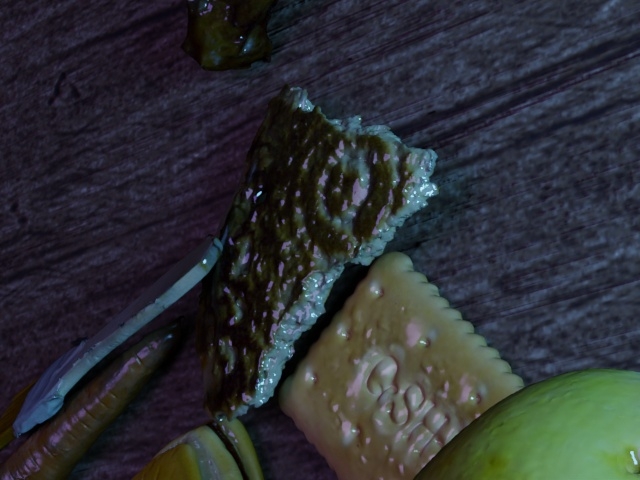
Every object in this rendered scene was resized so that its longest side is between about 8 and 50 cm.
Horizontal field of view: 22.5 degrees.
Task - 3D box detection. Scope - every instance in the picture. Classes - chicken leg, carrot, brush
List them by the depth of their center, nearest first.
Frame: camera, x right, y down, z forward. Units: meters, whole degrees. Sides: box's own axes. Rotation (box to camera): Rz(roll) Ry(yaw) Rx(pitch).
[{"bbox_3d":[-0.007,-0.245,1.268,0.304,0.113,0.093,-39,34,29],"label":"chicken leg"},{"bbox_3d":[-0.180,0.087,1.325,0.336,0.020,0.085,-38,19,40],"label":"brush"},{"bbox_3d":[-0.188,0.143,1.356,0.224,0.057,0.057,-45,53,19],"label":"carrot"}]

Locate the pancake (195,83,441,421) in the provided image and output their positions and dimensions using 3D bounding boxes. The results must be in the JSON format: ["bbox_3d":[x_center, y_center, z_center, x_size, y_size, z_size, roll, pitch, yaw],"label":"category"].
[{"bbox_3d":[0.000,0.000,1.215,0.244,0.057,0.266,-16,65,39],"label":"pancake"}]

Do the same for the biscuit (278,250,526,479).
[{"bbox_3d":[0.073,0.136,1.142,0.160,0.030,0.250,-53,51,17],"label":"biscuit"}]

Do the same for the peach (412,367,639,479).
[{"bbox_3d":[0.161,0.241,0.872,0.314,0.281,0.316,133,154,-61],"label":"peach"}]

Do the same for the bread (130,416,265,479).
[{"bbox_3d":[-0.085,0.236,1.228,0.116,0.077,0.200,-47,52,31],"label":"bread"}]
